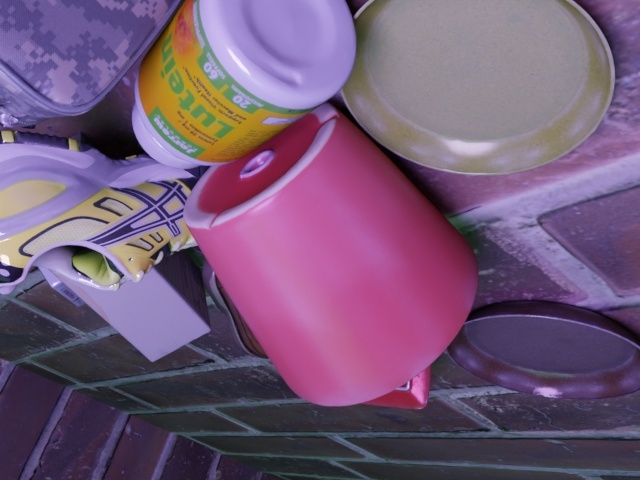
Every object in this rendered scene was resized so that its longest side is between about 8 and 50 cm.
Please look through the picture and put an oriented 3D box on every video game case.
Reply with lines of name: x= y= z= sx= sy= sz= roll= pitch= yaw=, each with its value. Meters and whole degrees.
video game case: x=-0.469 y=0.012 z=1.024 sx=0.201 sy=0.023 sz=0.183 roll=53 pitch=164 yaw=8

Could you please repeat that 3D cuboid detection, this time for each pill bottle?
pill bottle: x=-0.090 y=-0.148 z=0.570 sx=0.136 sy=0.136 sz=0.246 roll=32 pitch=153 yaw=-24

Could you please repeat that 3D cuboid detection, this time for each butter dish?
butter dish: x=0.134 y=0.208 z=1.077 sx=0.160 sy=0.160 sz=0.118 roll=-3 pitch=168 yaw=31

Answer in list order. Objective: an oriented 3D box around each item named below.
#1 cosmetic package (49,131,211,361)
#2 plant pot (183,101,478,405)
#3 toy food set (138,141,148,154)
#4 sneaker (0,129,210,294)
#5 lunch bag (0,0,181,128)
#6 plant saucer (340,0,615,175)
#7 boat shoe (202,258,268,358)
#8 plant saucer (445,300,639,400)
cosmetic package: x=-0.293 y=0.017 z=0.886 sx=0.113 sy=0.160 sz=0.309 roll=-29 pitch=128 yaw=3
plant pot: x=0.000 y=0.000 z=0.680 sx=0.275 sy=0.274 sz=0.243 roll=-12 pitch=128 yaw=41
toy food set: x=-0.168 y=-0.111 z=0.795 sx=0.192 sy=0.038 sz=0.132 roll=-21 pitch=140 yaw=41
sneaker: x=-0.214 y=-0.016 z=0.696 sx=0.145 sy=0.147 sz=0.385 roll=-23 pitch=165 yaw=41
lunch bag: x=-0.295 y=-0.237 z=0.485 sx=0.256 sy=0.212 sz=0.305 roll=8 pitch=152 yaw=44
plant saucer: x=0.135 y=-0.149 z=0.557 sx=0.241 sy=0.037 sz=0.241 roll=14 pitch=151 yaw=8
boat shoe: x=-0.096 y=0.129 z=1.075 sx=0.105 sy=0.110 sz=0.307 roll=4 pitch=148 yaw=25
plant saucer: x=0.356 y=0.173 z=0.967 sx=0.311 sy=0.050 sz=0.310 roll=14 pitch=150 yaw=8
